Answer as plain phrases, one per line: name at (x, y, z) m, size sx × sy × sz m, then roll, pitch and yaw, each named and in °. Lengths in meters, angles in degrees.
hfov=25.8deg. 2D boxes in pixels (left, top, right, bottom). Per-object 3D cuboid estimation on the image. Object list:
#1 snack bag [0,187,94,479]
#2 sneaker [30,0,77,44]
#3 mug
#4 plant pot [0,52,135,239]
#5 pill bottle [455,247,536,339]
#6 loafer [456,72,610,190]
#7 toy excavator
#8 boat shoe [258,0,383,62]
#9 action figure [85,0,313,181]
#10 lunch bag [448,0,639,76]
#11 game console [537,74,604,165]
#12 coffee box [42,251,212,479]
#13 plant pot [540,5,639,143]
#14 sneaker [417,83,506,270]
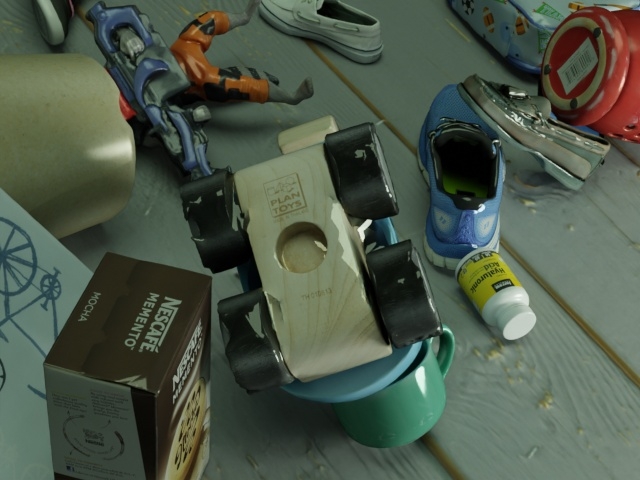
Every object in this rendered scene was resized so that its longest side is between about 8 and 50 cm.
snack bag at (-0.355, 0.130, 1.509) m, size 0.037 × 0.323 × 0.342 m, roll -16°, pitch 39°, yaw 40°
sneaker at (-0.386, -0.411, 2.183) m, size 0.147 × 0.104 × 0.296 m, roll -12°, pitch 42°, yaw -11°
mug at (0.091, 0.172, 1.602) m, size 0.158 × 0.097 × 0.129 m, roll -19°, pitch 25°, yaw 4°
plant pot at (-0.413, -0.105, 1.737) m, size 0.305 × 0.334 × 0.334 m, roll -16°, pitch 47°, yaw -36°
pill bottle at (0.224, 0.069, 1.770) m, size 0.065 × 0.065 × 0.116 m, roll -15°, pitch 47°, yaw -20°
loafer at (0.292, -0.164, 1.901) m, size 0.267 × 0.084 × 0.096 m, roll 32°, pitch 23°, yaw -38°
toy excavator at (0.000, 0.000, 1.664) m, size 0.222 × 0.445 × 0.433 m, roll -19°, pitch 70°, yaw 5°
boat shoe at (0.004, -0.357, 2.187) m, size 0.226 × 0.076 × 0.083 m, roll 25°, pitch 46°, yaw 19°
action figure at (-0.182, -0.184, 1.972) m, size 0.330 × 0.178 × 0.341 m, roll -21°, pitch 76°, yaw -17°
lunch bag at (0.361, -0.382, 2.227) m, size 0.243 × 0.115 × 0.303 m, roll -16°, pitch 47°, yaw -24°
game console at (0.365, -0.176, 2.041) m, size 0.071 × 0.107 × 0.122 m, roll -14°, pitch 38°, yaw 21°
coffee box at (-0.192, 0.180, 1.441) m, size 0.119 × 0.297 × 0.168 m, roll 14°, pitch 44°, yaw 9°
plant pot at (0.422, -0.242, 1.992) m, size 0.174 × 0.191 × 0.191 m, roll 8°, pitch 38°, yaw -31°
sneaker at (0.202, -0.114, 1.902) m, size 0.130 × 0.147 × 0.330 m, roll 3°, pitch 43°, yaw -2°
